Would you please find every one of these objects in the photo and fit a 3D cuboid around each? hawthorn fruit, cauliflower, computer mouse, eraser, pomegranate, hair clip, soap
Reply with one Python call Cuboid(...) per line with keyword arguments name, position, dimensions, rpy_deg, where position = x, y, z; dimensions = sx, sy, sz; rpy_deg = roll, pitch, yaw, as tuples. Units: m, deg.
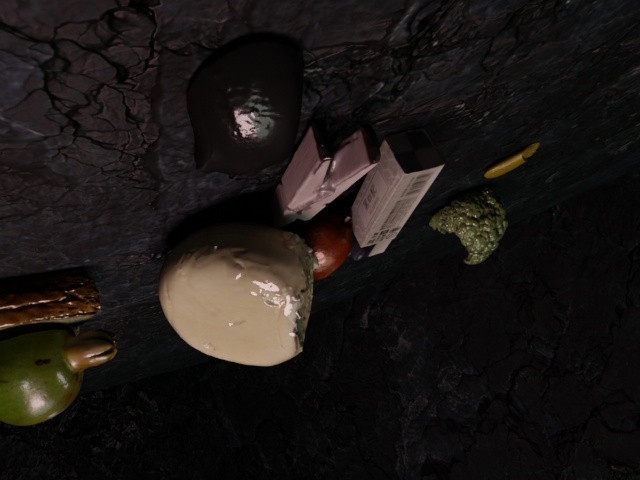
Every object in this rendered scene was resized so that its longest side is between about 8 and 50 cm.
Cuboid(name="hawthorn fruit", position=(0.000, 0.000, 1.165), dimensions=(0.188, 0.169, 0.169), rpy_deg=(-35, 162, 26))
Cuboid(name="cauliflower", position=(0.497, -0.065, 1.669), dimensions=(0.250, 0.275, 0.272), rpy_deg=(12, -133, 39))
Cuboid(name="computer mouse", position=(-0.092, -0.140, 0.633), dimensions=(0.147, 0.088, 0.264), rpy_deg=(-16, 168, -15))
Cuboid(name="eraser", position=(0.143, -0.083, 1.087), dimensions=(0.098, 0.096, 0.404), rpy_deg=(-16, 159, -18))
Cuboid(name="pomegranate", position=(-0.525, 0.261, 0.951), dimensions=(0.241, 0.159, 0.190), rpy_deg=(-13, 167, -39))
Cuboid(name="hair clip", position=(-0.012, -0.109, 0.871), dimensions=(0.101, 0.085, 0.331), rpy_deg=(-14, 171, -23))
Cuboid(name="soap", position=(0.547, -0.224, 1.398), dimensions=(0.169, 0.033, 0.089), rpy_deg=(-32, 166, 35))

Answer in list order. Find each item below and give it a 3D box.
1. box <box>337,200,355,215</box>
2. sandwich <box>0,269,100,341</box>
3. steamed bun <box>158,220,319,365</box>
Cuboid(name="box", position=(0.113, -0.074, 1.287), dimensions=(0.201, 0.042, 0.212), rpy_deg=(-9, 161, -43))
Cuboid(name="sandwich", position=(-0.597, 0.156, 0.970), dimensions=(0.249, 0.095, 0.273), rpy_deg=(-6, 161, -38))
Cuboid(name="steamed bun", position=(-0.163, 0.087, 1.023), dimensions=(0.312, 0.232, 0.333), rpy_deg=(14, 129, 1))
